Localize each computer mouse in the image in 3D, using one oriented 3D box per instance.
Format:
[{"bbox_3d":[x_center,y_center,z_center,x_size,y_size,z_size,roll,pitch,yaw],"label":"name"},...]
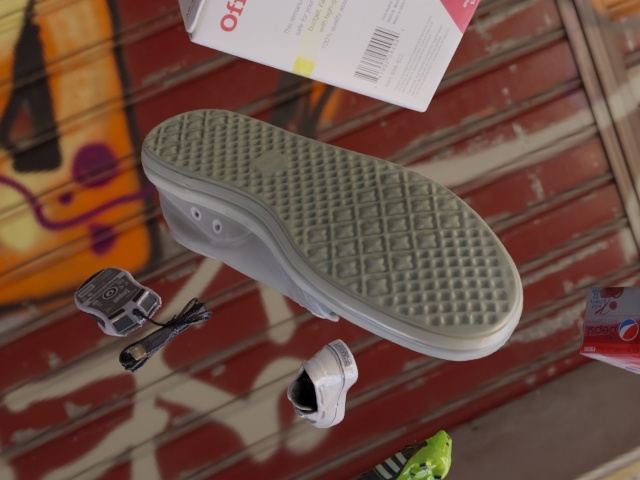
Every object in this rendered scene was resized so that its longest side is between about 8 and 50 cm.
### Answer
[{"bbox_3d":[-0.205,0.080,1.117,0.106,0.042,0.193,-41,-144,-18],"label":"computer mouse"}]

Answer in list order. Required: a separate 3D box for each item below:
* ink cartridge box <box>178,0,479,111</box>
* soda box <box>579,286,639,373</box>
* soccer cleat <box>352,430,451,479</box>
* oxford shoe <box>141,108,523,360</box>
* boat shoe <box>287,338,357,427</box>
[{"bbox_3d":[0.023,-0.383,1.461,0.385,0.279,0.160,14,-152,-25],"label":"ink cartridge box"},{"bbox_3d":[0.429,0.126,1.223,0.263,0.083,0.092,20,164,-36],"label":"soda box"},{"bbox_3d":[0.103,0.303,1.320,0.179,0.060,0.072,-35,-165,36],"label":"soccer cleat"},{"bbox_3d":[0.000,0.000,0.953,0.449,0.130,0.169,27,-133,38],"label":"oxford shoe"},{"bbox_3d":[-0.008,0.247,1.643,0.088,0.096,0.267,-22,161,-20],"label":"boat shoe"}]
